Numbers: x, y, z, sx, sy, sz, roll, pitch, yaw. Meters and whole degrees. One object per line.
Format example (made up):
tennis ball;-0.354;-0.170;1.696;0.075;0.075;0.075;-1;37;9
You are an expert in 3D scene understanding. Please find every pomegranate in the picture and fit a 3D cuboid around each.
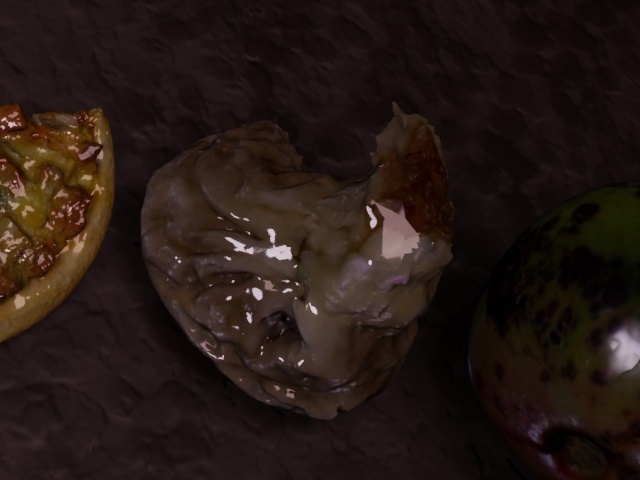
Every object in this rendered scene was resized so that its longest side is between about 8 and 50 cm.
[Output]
pomegranate;0.251;0.064;1.213;0.306;0.242;0.242;-19;83;-43

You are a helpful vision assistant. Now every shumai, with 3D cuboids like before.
shumai;0.000;0.000;1.105;0.206;0.175;0.166;46;53;-6

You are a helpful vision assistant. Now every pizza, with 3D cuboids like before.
pizza;-0.189;-0.022;1.068;0.134;0.046;0.175;27;59;-23
